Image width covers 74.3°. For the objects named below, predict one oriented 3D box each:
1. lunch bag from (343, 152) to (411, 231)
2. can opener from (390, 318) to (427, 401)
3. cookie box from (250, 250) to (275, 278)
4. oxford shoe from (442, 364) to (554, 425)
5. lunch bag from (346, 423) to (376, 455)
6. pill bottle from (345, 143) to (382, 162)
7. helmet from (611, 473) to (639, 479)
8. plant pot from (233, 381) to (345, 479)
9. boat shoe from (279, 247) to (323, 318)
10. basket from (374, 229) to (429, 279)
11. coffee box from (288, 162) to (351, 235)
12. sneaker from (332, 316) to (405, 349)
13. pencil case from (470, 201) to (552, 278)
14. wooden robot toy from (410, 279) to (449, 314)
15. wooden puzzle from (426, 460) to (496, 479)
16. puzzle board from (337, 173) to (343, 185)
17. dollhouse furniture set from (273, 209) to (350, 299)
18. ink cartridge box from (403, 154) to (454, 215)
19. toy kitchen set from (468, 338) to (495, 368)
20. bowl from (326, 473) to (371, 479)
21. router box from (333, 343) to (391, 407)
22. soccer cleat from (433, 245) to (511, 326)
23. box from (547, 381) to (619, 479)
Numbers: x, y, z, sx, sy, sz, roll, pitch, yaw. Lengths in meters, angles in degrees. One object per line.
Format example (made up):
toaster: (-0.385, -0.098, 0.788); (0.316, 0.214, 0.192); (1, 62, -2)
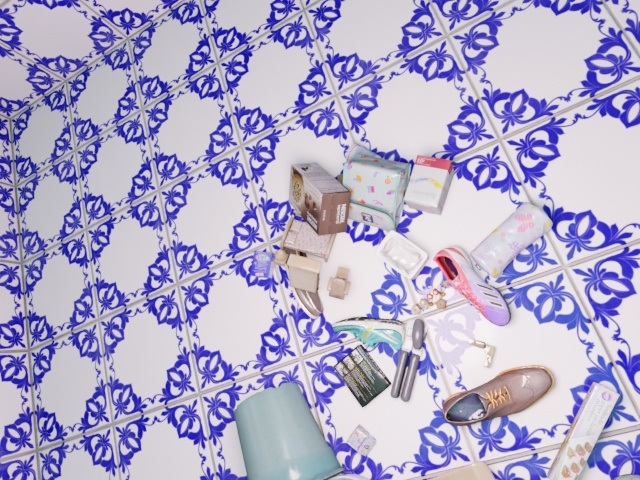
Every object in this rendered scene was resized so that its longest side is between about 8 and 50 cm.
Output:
lunch bag: (0.199, -0.167, 1.575); (0.223, 0.160, 0.262); (18, 123, 21)
can opener: (0.304, 0.411, 1.466); (0.076, 0.095, 0.284); (12, 77, 24)
cookie box: (-0.242, 0.103, 1.783); (0.091, 0.040, 0.107); (5, 81, 23)
oxford shoe: (0.557, 0.499, 1.324); (0.363, 0.132, 0.130); (-31, 69, 13)
lunch bag: (0.147, 0.708, 1.494); (0.083, 0.053, 0.071); (37, 96, 15)
pill bottle: (0.186, -0.311, 1.669); (0.160, 0.087, 0.087); (35, 93, 24)
helmet: (0.858, 0.724, 1.141); (0.161, 0.169, 0.169); (24, 89, 9)
plant pot: (-0.135, 0.706, 1.475); (0.341, 0.341, 0.334); (-33, 61, 13)
boat shoe: (-0.062, 0.148, 1.663); (0.096, 0.116, 0.324); (-34, 63, 16)
basket: (0.301, 0.057, 1.537); (0.167, 0.103, 0.113); (38, 95, 25)
coffee box: (-0.011, -0.164, 1.604); (0.297, 0.118, 0.168); (-130, 39, -49)
sneaker: (0.167, 0.337, 1.534); (0.275, 0.107, 0.110); (2, 88, 26)
pencil case: (0.633, 0.001, 1.408); (0.273, 0.113, 0.124); (-46, 72, 8)
wooden robot toy: (0.405, 0.216, 1.484); (0.173, 0.076, 0.079); (-42, 78, 10)
wooden puzzle: (0.437, 0.895, 1.308); (0.347, 0.080, 0.322); (-34, 68, 19)
puzzle board: (0.120, -0.216, 1.718); (0.096, 0.011, 0.128); (-10, 76, 19)
dollhouse furniture set: (0.000, 0.000, 1.589); (0.303, 0.174, 0.356); (15, 59, 6)
ink cartridge box: (0.396, -0.198, 1.537); (0.127, 0.128, 0.176); (16, 85, 24)
toy kitchen set: (0.526, 0.373, 1.399); (0.083, 0.068, 0.075); (15, 85, 24)
bowl: (0.123, 0.908, 1.405); (0.297, 0.134, 0.298); (-1, 89, 24)
router box: (0.151, 0.491, 1.540); (0.133, 0.046, 0.179); (-43, 67, 9)
soccer cleat: (0.499, 0.158, 1.412); (0.318, 0.116, 0.109); (58, 136, 24)
box: (0.778, 0.581, 1.256); (0.063, 0.067, 0.324); (27, 91, 24)
